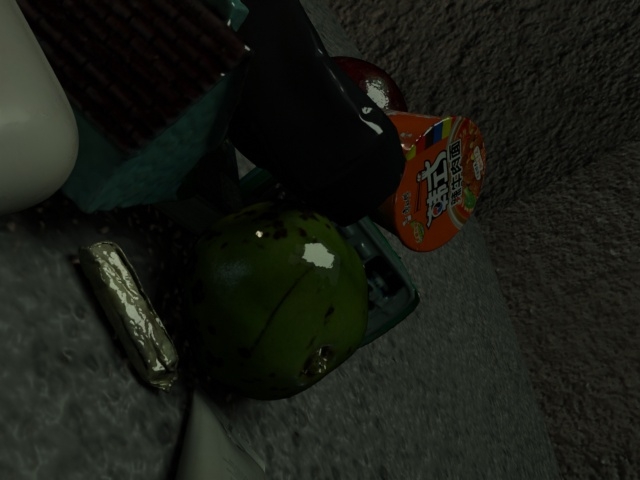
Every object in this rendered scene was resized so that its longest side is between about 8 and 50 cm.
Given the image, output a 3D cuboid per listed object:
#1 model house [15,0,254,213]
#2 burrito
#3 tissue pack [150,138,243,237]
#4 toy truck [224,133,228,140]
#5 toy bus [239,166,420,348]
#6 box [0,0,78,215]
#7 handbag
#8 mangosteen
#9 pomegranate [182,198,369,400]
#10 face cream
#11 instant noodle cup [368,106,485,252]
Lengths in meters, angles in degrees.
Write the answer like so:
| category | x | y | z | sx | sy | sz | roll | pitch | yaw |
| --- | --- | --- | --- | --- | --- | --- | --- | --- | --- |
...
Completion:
| category | x | y | z | sx | sy | sz | roll | pitch | yaw |
| --- | --- | --- | --- | --- | --- | --- | --- | --- | --- |
| model house | -0.212 | -0.210 | 0.782 | 0.280 | 0.248 | 0.230 | 43 | 18 | 9 |
| burrito | -0.208 | 0.084 | 0.798 | 0.058 | 0.045 | 0.188 | -30 | 93 | -45 |
| tissue pack | -0.200 | -0.139 | 1.066 | 0.185 | 0.081 | 0.257 | 40 | 28 | -45 |
| toy truck | -0.202 | -0.304 | 1.020 | 0.184 | 0.133 | 0.338 | 8 | 51 | -58 |
| toy bus | 0.000 | 0.000 | 1.225 | 0.343 | 0.184 | 0.199 | 51 | 8 | -27 |
| box | -0.367 | -0.166 | 0.570 | 0.289 | 0.141 | 0.348 | -27 | 88 | -57 |
| handbag | -0.028 | -0.162 | 0.930 | 0.275 | 0.178 | 0.302 | 53 | 6 | 12 |
| mangosteen | 0.037 | -0.229 | 1.485 | 0.300 | 0.300 | 0.300 | 49 | 22 | -29 |
| pomegranate | -0.063 | 0.064 | 0.908 | 0.254 | 0.254 | 0.270 | 37 | 18 | -48 |
| face cream | -0.105 | 0.275 | 0.736 | 0.143 | 0.089 | 0.314 | 53 | 13 | -16 |
| instant noodle cup | 0.151 | -0.128 | 1.311 | 0.192 | 0.250 | 0.250 | 28 | -6 | 42 |
